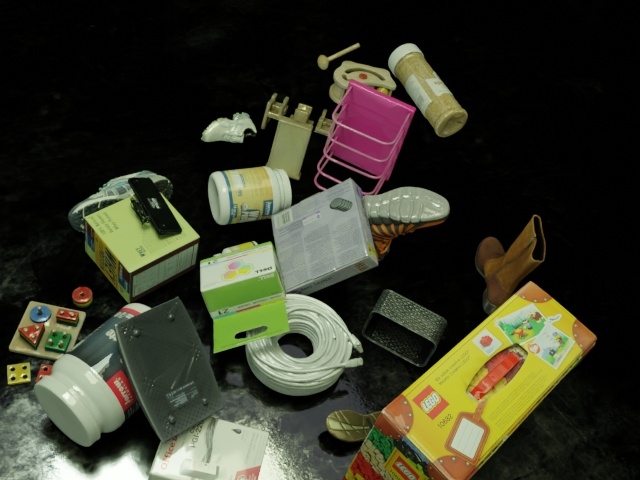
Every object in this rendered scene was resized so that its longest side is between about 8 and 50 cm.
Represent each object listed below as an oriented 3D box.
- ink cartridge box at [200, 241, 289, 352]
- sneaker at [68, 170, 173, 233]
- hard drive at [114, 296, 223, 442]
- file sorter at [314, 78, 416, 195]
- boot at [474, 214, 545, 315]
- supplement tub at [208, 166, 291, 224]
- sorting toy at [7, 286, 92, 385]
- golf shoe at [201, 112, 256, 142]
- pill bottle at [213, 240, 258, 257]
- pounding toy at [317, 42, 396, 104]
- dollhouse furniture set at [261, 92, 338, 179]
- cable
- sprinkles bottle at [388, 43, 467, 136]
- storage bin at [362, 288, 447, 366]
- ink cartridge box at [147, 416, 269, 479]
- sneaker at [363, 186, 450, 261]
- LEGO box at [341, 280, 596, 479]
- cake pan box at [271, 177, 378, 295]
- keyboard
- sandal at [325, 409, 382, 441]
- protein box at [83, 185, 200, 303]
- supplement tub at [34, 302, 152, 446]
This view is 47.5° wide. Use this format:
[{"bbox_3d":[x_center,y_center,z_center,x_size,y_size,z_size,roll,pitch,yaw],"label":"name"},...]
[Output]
[{"bbox_3d":[-0.180,0.128,1.711,0.188,0.097,0.255,-16,32,0],"label":"ink cartridge box"},{"bbox_3d":[-0.536,-0.104,1.911,0.283,0.110,0.122,-26,44,-34],"label":"sneaker"},{"bbox_3d":[-0.314,0.262,1.487,0.172,0.054,0.255,-24,94,-40],"label":"hard drive"},{"bbox_3d":[0.113,-0.263,2.076,0.202,0.291,0.182,26,53,7],"label":"file sorter"},{"bbox_3d":[0.503,0.027,1.943,0.096,0.280,0.264,17,49,-1],"label":"boot"},{"bbox_3d":[-0.192,-0.124,1.972,0.199,0.144,0.144,-9,54,-21],"label":"supplement tub"},{"bbox_3d":[-0.622,0.206,1.651,0.132,0.046,0.275,13,50,-4],"label":"sorting toy"},{"bbox_3d":[-0.268,-0.323,2.170,0.176,0.069,0.086,-28,69,-31],"label":"golf shoe"},{"bbox_3d":[-0.216,0.046,1.878,0.116,0.065,0.065,-16,57,-25],"label":"pill bottle"},{"bbox_3d":[0.119,-0.541,2.391,0.269,0.155,0.154,11,45,-6],"label":"pounding toy"},{"bbox_3d":[-0.078,-0.311,2.192,0.212,0.161,0.242,18,27,-1],"label":"dollhouse furniture set"},{"bbox_3d":[-0.054,0.246,1.743,0.257,0.089,0.257,-17,57,-25],"label":"cable"},{"bbox_3d":[0.358,-0.509,2.452,0.121,0.121,0.355,-13,56,-24],"label":"sprinkles bottle"},{"bbox_3d":[0.209,0.218,1.812,0.180,0.122,0.084,28,50,9],"label":"storage bin"},{"bbox_3d":[-0.232,0.459,1.517,0.217,0.092,0.159,14,48,-1],"label":"ink cartridge box"},{"bbox_3d":[0.199,-0.039,1.964,0.321,0.180,0.125,0,45,22],"label":"sneaker"},{"bbox_3d":[0.310,0.370,1.550,0.500,0.373,0.193,-32,65,-34],"label":"LEGO box"},{"bbox_3d":[0.000,0.000,1.871,0.266,0.070,0.246,-25,53,19],"label":"cake pan box"},{"bbox_3d":[-0.421,-0.079,1.776,0.100,0.038,0.192,-2,47,-47],"label":"keyboard"},{"bbox_3d":[0.090,0.428,1.662,0.180,0.049,0.072,4,55,-31],"label":"sandal"},{"bbox_3d":[-0.443,0.009,1.801,0.201,0.136,0.200,-30,65,-33],"label":"protein box"},{"bbox_3d":[-0.440,0.280,1.542,0.191,0.191,0.272,36,51,15],"label":"supplement tub"}]
